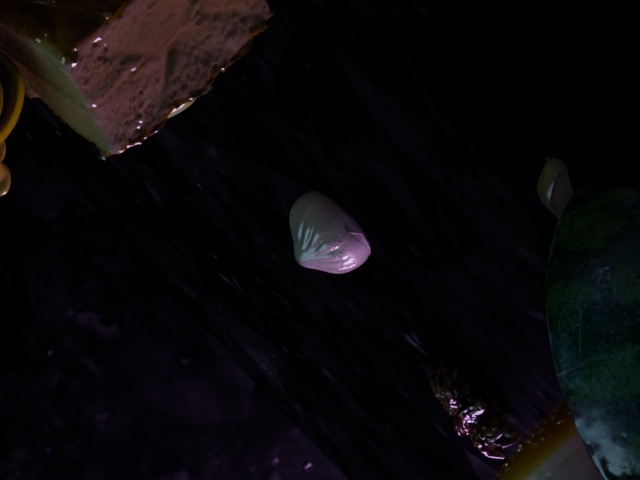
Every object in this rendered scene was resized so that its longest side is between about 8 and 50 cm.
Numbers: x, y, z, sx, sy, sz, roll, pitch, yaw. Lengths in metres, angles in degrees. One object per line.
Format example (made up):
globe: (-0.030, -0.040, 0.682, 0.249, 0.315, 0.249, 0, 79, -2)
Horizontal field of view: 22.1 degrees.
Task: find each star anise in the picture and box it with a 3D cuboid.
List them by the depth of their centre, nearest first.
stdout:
star anise: (0.240, 0.276, 2.489, 0.234, 0.073, 0.177, 50, 175, -41)

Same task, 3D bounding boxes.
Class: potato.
potato: (0.240, -0.050, 1.706, 0.037, 0.036, 0.093, 32, 160, 34)

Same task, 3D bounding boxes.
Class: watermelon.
watermelon: (0.376, 0.105, 1.549, 0.222, 0.319, 0.292, -25, 119, 38)

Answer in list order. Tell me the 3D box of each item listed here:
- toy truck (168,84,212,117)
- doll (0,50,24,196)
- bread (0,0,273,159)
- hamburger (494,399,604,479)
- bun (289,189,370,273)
toy truck: (-0.258, -0.280, 2.302, 0.187, 0.148, 0.210, 63, -177, -52)
doll: (-0.424, -0.192, 1.874, 0.363, 0.145, 0.199, 75, 175, -53)
bread: (-0.250, -0.291, 1.963, 0.279, 0.279, 0.207, 37, 162, 41)
hamburger: (0.308, 0.280, 2.002, 0.151, 0.227, 0.295, 57, 166, 11)
bun: (0.000, 0.000, 2.386, 0.138, 0.094, 0.138, 45, 168, 12)
